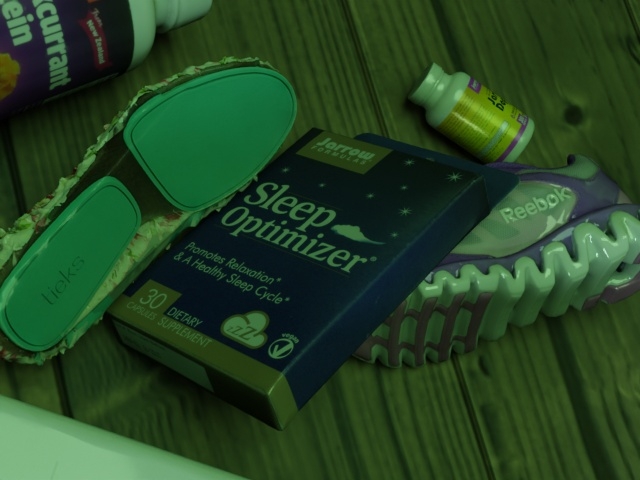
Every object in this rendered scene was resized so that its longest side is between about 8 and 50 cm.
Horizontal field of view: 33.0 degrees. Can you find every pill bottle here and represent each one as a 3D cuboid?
[{"bbox_3d":[0.103,-0.087,0.744,0.083,0.043,0.043,33,62,-8],"label":"pill bottle"},{"bbox_3d":[-0.162,-0.135,0.618,0.193,0.108,0.108,-28,83,-28],"label":"pill bottle"}]

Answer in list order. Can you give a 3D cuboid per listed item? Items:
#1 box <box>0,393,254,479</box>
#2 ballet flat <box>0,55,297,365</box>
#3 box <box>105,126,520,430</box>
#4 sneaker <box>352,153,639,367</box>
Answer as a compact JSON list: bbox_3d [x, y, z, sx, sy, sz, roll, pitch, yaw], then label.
[{"bbox_3d":[-0.040,0.236,0.499,0.345,0.168,0.215,22,65,-14],"label":"box"},{"bbox_3d":[-0.115,-0.027,0.616,0.241,0.077,0.091,-44,117,-29],"label":"ballet flat"},{"bbox_3d":[0.000,0.000,0.629,0.225,0.136,0.037,-42,134,-30],"label":"box"},{"bbox_3d":[0.105,0.004,0.692,0.236,0.095,0.105,-15,60,-19],"label":"sneaker"}]
